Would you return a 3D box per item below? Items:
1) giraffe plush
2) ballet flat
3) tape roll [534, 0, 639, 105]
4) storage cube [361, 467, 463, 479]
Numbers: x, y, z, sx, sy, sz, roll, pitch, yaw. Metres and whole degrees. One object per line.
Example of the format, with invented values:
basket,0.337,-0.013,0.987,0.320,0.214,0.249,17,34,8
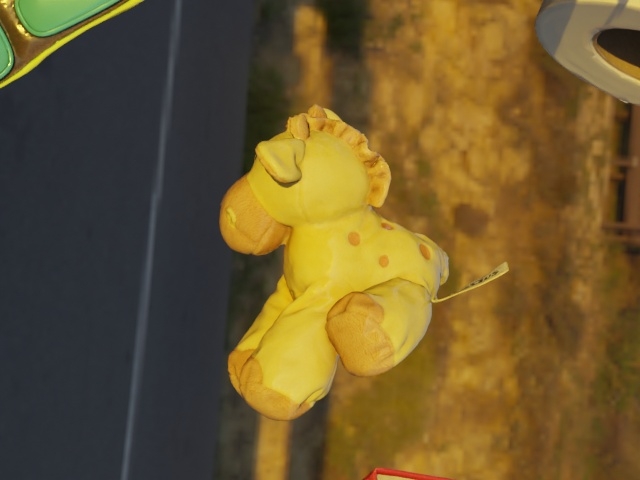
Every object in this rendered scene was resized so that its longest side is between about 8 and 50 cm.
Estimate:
giraffe plush,0.000,0.000,0.994,0.170,0.210,0.181,59,-6,-8
ballet flat,-0.219,-0.154,1.009,0.077,0.231,0.077,-136,-159,-82
tape roll,0.347,-0.241,1.358,0.246,0.246,0.169,69,42,-77
storage cube,0.083,0.326,1.201,0.193,0.184,0.215,-47,-139,40
